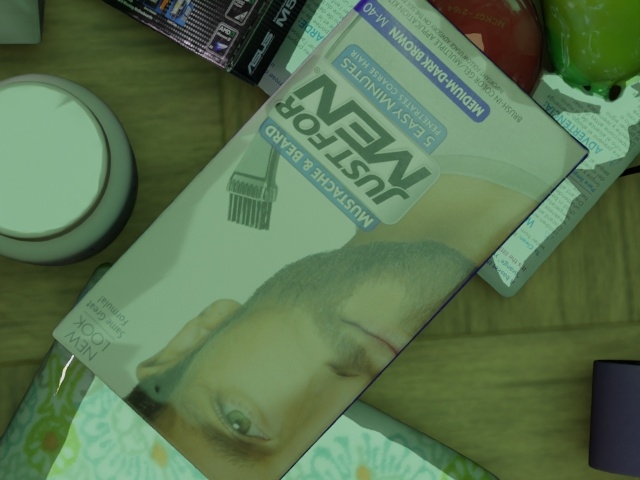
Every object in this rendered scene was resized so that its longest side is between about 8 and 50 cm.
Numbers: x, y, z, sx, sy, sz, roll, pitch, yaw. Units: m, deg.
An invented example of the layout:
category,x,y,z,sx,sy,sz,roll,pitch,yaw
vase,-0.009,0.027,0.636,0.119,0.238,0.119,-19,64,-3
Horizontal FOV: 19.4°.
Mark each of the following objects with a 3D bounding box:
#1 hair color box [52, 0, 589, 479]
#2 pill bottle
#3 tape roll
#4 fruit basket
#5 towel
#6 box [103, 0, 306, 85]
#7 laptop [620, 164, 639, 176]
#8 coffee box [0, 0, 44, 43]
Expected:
category,x,y,z,sx,sy,sz,roll,pitch,yaw
hair color box,0.000,0.000,1.288,0.185,0.110,0.339,43,94,-1
pill bottle,-0.196,-0.048,1.309,0.131,0.229,0.131,0,88,-4
tape roll,0.290,0.131,1.357,0.189,0.189,0.080,4,88,-4
fruit basket,0.135,-0.192,1.396,0.327,0.165,0.353,40,102,-1
towel,-0.075,0.242,1.384,0.374,0.090,0.320,29,84,-3
box,-0.074,-0.231,1.360,0.191,0.045,0.184,33,95,34
laptop,0.341,-0.153,1.346,0.137,0.234,0.264,20,88,-4
coffee box,-0.270,-0.262,1.306,0.141,0.246,0.098,-1,43,-5
